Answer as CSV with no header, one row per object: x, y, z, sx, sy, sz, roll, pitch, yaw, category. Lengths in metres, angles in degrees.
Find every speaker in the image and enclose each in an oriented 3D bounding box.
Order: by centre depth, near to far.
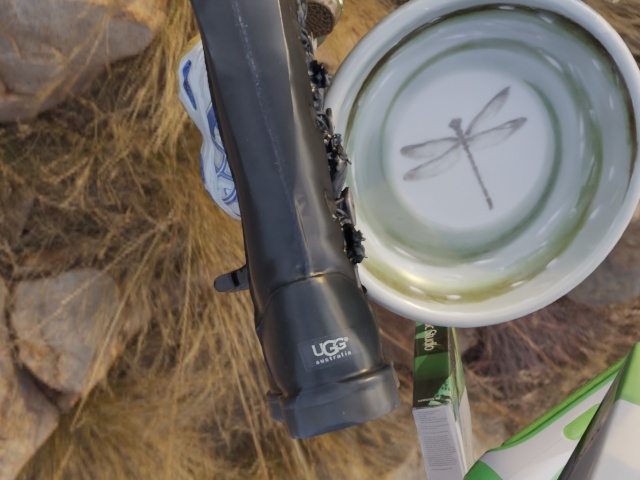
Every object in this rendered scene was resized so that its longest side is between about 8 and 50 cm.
0.303,0.215,0.953,0.296,0.131,0.131,-32,129,-11,speaker

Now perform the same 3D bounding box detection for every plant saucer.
0.176,-0.098,1.030,0.401,0.100,0.400,-3,110,-9,plant saucer

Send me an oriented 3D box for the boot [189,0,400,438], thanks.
-0.039,-0.042,0.936,0.146,0.367,0.445,-16,85,-9,boot

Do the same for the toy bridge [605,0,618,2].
0.376,-0.403,1.384,0.063,0.188,0.026,-26,132,-51,toy bridge

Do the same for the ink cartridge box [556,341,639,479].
0.161,0.246,0.510,0.119,0.353,0.207,26,128,16,ink cartridge box

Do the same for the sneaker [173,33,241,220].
-0.078,-0.112,1.091,0.112,0.131,0.296,-51,144,-25,sneaker

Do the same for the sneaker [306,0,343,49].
-0.001,-0.326,1.251,0.064,0.192,0.086,29,77,-6,sneaker

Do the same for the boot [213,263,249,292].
-0.076,0.045,1.186,0.106,0.114,0.037,-11,85,17,boot

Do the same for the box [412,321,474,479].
0.180,0.247,1.284,0.058,0.322,0.232,-10,111,10,box
